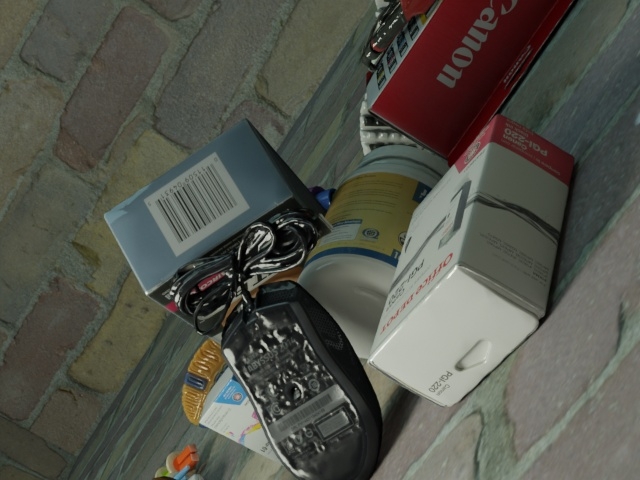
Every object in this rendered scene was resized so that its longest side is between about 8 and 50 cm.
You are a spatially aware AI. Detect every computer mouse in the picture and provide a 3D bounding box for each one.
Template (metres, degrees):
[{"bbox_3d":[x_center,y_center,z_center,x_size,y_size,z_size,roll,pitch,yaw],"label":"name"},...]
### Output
[{"bbox_3d":[-0.017,0.115,1.358,0.188,0.272,0.072,-29,-6,28],"label":"computer mouse"}]

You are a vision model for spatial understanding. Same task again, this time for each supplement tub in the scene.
[{"bbox_3d":[0.067,0.010,1.448,0.144,0.144,0.200,-49,14,49],"label":"supplement tub"}]

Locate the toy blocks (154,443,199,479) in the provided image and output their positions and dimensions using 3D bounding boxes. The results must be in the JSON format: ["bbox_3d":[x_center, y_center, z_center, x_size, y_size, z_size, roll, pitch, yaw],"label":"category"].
[{"bbox_3d":[-0.222,0.372,2.167,0.148,0.054,0.123,-51,13,43],"label":"toy blocks"}]

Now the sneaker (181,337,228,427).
[{"bbox_3d":[-0.119,0.167,2.205,0.296,0.111,0.131,-64,-15,-5],"label":"sneaker"}]

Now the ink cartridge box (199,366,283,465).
[{"bbox_3d":[-0.069,0.204,1.653,0.088,0.122,0.052,-54,14,34],"label":"ink cartridge box"}]

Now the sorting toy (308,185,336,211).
[{"bbox_3d":[-0.016,0.029,2.110,0.126,0.127,0.365,-17,30,32],"label":"sorting toy"}]

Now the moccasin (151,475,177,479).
[{"bbox_3d":[-0.301,0.489,2.018,0.380,0.139,0.147,-39,11,40],"label":"moccasin"}]

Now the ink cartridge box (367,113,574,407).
[{"bbox_3d":[0.136,0.017,1.223,0.158,0.092,0.218,-52,13,42],"label":"ink cartridge box"}]

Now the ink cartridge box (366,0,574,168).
[{"bbox_3d":[0.192,-0.271,1.732,0.309,0.130,0.272,-56,10,17],"label":"ink cartridge box"}]

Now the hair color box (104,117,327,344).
[{"bbox_3d":[-0.077,0.018,1.575,0.185,0.114,0.374,-34,-23,4],"label":"hair color box"}]

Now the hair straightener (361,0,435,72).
[{"bbox_3d":[0.114,-0.296,1.714,0.230,0.047,0.089,-54,12,44],"label":"hair straightener"}]

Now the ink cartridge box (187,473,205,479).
[{"bbox_3d":[-0.162,0.391,1.397,0.207,0.119,0.353,-40,9,1],"label":"ink cartridge box"}]

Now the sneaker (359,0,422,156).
[{"bbox_3d":[0.115,-0.245,1.953,0.118,0.110,0.292,-95,12,-75],"label":"sneaker"}]
